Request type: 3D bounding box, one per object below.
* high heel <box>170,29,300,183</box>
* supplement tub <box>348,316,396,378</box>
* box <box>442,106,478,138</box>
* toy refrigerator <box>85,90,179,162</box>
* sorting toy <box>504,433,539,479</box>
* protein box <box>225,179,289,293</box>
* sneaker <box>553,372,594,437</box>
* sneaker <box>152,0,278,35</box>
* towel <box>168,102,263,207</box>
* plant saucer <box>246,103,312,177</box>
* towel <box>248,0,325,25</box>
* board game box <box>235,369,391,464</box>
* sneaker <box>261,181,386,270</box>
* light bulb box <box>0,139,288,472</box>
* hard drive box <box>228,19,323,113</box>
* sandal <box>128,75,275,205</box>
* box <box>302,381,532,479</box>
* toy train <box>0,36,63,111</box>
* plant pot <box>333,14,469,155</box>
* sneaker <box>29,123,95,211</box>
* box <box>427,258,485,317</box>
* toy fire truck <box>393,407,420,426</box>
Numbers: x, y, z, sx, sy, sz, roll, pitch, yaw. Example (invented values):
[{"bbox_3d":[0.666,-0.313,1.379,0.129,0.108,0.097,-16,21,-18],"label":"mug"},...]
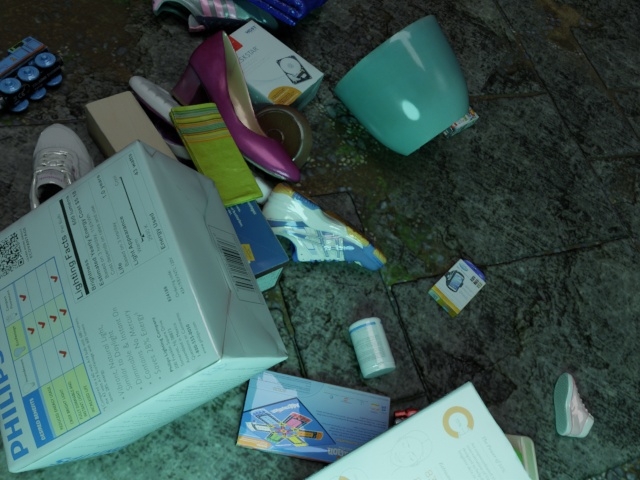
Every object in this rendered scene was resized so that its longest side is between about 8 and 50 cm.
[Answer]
[{"bbox_3d":[-0.150,-0.287,1.251,0.377,0.127,0.181,40,99,11],"label":"high heel"},{"bbox_3d":[0.103,0.214,1.174,0.071,0.071,0.107,-6,64,-21],"label":"supplement tub"},{"bbox_3d":[0.323,-0.381,1.598,0.114,0.036,0.207,-31,75,-29],"label":"box"},{"bbox_3d":[-0.376,-0.171,1.220,0.102,0.094,0.269,-29,76,-29],"label":"toy refrigerator"},{"bbox_3d":[0.331,0.466,1.127,0.208,0.038,0.193,9,60,-13],"label":"sorting toy"},{"bbox_3d":[-0.204,0.022,1.141,0.201,0.136,0.200,-23,71,-27],"label":"protein box"},{"bbox_3d":[0.543,0.355,1.252,0.070,0.051,0.134,17,61,-10],"label":"sneaker"},{"bbox_3d":[-0.270,-0.567,1.486,0.319,0.112,0.131,21,82,-9],"label":"sneaker"},{"bbox_3d":[-0.205,-0.173,1.153,0.102,0.021,0.237,-20,71,-30],"label":"towel"},{"bbox_3d":[-0.103,-0.226,1.319,0.168,0.029,0.168,0,89,13],"label":"plant saucer"},{"bbox_3d":[-0.111,-0.647,1.521,0.227,0.076,0.308,24,31,0],"label":"towel"},{"bbox_3d":[-0.007,0.337,1.096,0.281,0.027,0.145,15,57,-10],"label":"board game box"},{"bbox_3d":[0.000,0.000,1.254,0.296,0.112,0.131,32,97,-16],"label":"sneaker"},{"bbox_3d":[-0.305,0.106,0.913,0.361,0.225,0.358,-30,70,13],"label":"light bulb box"},{"bbox_3d":[-0.141,-0.400,1.426,0.232,0.089,0.181,37,57,5],"label":"hard drive box"},{"bbox_3d":[-0.275,-0.202,1.259,0.416,0.169,0.102,41,98,9],"label":"sandal"},{"bbox_3d":[0.145,0.418,0.960,0.345,0.168,0.215,-27,72,-9],"label":"box"},{"bbox_3d":[-0.638,-0.350,1.246,0.105,0.080,0.184,30,59,10],"label":"toy train"},{"bbox_3d":[0.216,-0.349,1.410,0.293,0.293,0.235,-36,93,-31],"label":"plant pot"},{"bbox_3d":[-0.490,-0.114,1.116,0.114,0.152,0.305,-6,63,-19],"label":"sneaker"},{"bbox_3d":[0.314,0.103,1.332,0.081,0.028,0.136,46,56,10],"label":"box"},{"bbox_3d":[0.217,0.404,1.094,0.135,0.047,0.192,-9,63,-1],"label":"toy fire truck"}]
